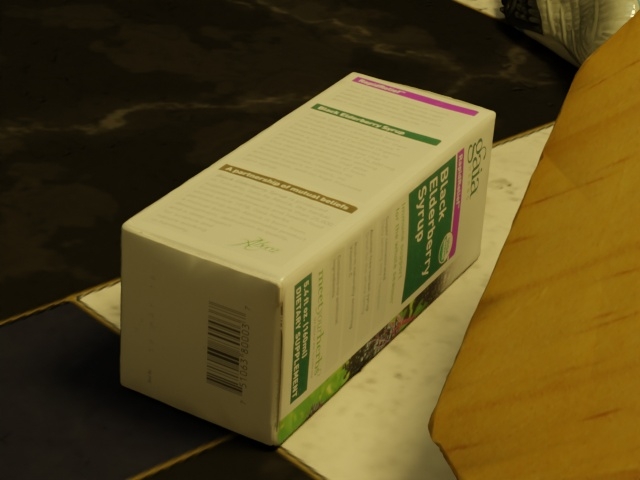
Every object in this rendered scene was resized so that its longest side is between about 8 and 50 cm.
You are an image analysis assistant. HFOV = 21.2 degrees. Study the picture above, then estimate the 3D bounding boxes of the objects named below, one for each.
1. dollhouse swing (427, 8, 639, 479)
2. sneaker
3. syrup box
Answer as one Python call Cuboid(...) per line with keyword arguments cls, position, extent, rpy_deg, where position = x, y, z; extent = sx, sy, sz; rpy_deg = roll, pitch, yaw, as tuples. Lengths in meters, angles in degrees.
Cuboid(cls="dollhouse swing", position=(0.283, 0.050, 0.712), extent=(0.315, 0.305, 0.346), rpy_deg=(-22, 36, 52))
Cuboid(cls="sneaker", position=(0.200, -0.170, 1.257), extent=(0.086, 0.085, 0.237), rpy_deg=(22, 18, -25))
Cuboid(cls="syrup box", position=(0.000, 0.000, 0.892), extent=(0.096, 0.093, 0.237), rpy_deg=(19, 32, 25))
